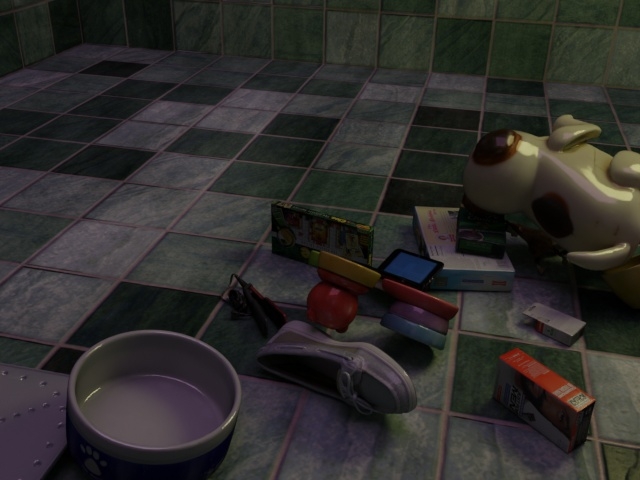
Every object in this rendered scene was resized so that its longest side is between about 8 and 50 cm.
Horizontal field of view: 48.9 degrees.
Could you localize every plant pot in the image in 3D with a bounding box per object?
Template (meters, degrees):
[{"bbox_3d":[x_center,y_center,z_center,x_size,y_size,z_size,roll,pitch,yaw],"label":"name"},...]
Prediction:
[{"bbox_3d":[0.685,0.090,1.512,0.134,0.095,0.134,-24,-2,-1],"label":"plant pot"}]

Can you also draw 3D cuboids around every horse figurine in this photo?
[{"bbox_3d":[0.592,0.009,1.714,0.263,0.066,0.174,-5,34,-10],"label":"horse figurine"}]

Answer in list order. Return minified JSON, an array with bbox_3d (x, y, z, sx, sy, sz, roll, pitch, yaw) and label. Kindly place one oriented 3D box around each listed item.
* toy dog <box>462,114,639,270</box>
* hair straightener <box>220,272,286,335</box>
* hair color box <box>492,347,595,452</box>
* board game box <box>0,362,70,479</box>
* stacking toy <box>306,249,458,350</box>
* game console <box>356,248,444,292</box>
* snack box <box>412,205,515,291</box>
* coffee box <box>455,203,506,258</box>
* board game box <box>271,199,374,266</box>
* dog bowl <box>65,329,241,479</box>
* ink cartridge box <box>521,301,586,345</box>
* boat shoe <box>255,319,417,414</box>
[{"bbox_3d":[0.522,-0.106,1.594,0.407,0.285,0.395,24,60,18],"label":"toy dog"},{"bbox_3d":[-0.155,0.129,1.477,0.089,0.047,0.230,-13,31,-25],"label":"hair straightener"},{"bbox_3d":[0.374,0.268,1.196,0.053,0.093,0.167,-19,34,-31],"label":"hair color box"},{"bbox_3d":[-0.589,0.329,1.088,0.389,0.050,0.390,7,29,11],"label":"board game box"},{"bbox_3d":[0.092,0.130,1.391,0.308,0.131,0.279,23,-3,-17],"label":"stacking toy"},{"bbox_3d":[0.172,0.053,1.536,0.144,0.085,0.124,18,-6,44],"label":"game console"},{"bbox_3d":[0.335,0.012,1.701,0.187,0.060,0.322,2,29,-2],"label":"snack box"},{"bbox_3d":[0.378,-0.025,1.665,0.113,0.041,0.184,10,29,9],"label":"coffee box"},{"bbox_3d":[0.000,0.000,1.632,0.259,0.136,0.030,16,34,26],"label":"board game box"},{"bbox_3d":[-0.262,0.264,1.111,0.264,0.104,0.265,11,30,-7],"label":"dog bowl"},{"bbox_3d":[0.477,0.170,1.449,0.115,0.029,0.062,24,36,38],"label":"ink cartridge box"},{"bbox_3d":[0.024,0.233,1.233,0.320,0.118,0.103,20,41,39],"label":"boat shoe"}]
